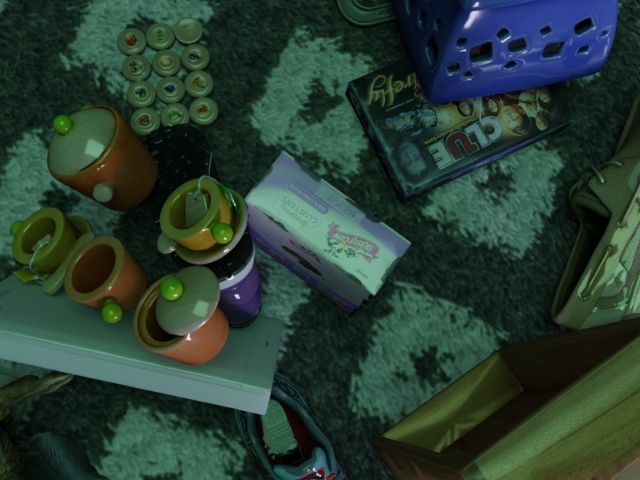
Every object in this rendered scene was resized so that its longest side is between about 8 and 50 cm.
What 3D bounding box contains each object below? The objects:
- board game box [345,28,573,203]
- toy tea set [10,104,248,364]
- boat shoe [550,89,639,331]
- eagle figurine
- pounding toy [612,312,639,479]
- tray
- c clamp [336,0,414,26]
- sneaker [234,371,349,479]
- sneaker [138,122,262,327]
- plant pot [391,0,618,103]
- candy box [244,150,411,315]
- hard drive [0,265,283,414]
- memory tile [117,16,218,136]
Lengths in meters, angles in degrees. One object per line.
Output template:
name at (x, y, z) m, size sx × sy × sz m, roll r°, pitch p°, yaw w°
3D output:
board game box at (0.177, -0.171, 1.001) m, size 0.243 × 0.042 × 0.165 m, roll -25°, pitch 82°, yaw -9°
toy tea set at (-0.196, -0.018, 0.758) m, size 0.336 × 0.124 × 0.200 m, roll 24°, pitch 75°, yaw 37°
boat shoe at (0.367, -0.048, 0.952) m, size 0.110 × 0.121 × 0.341 m, roll 17°, pitch 79°, yaw -2°
eagle figurine at (-0.327, 0.295, 0.816) m, size 0.226 × 0.225 × 0.299 m, roll -3°, pitch 113°, yaw 34°
pounding toy at (0.361, 0.210, 0.894) m, size 0.110 × 0.183 × 0.237 m, roll -2°, pitch 74°, yaw -31°
tray at (0.179, 0.172, 0.743) m, size 0.202 × 0.411 × 0.076 m, roll -33°, pitch 84°, yaw -10°
c clamp at (0.074, -0.353, 1.040) m, size 0.160 × 0.022 × 0.137 m, roll -10°, pitch 79°, yaw -6°
sneaker at (-0.020, 0.265, 0.853) m, size 0.104 × 0.125 × 0.262 m, roll -32°, pitch 83°, yaw -9°
sneaker at (-0.146, -0.015, 0.904) m, size 0.107 × 0.124 × 0.283 m, roll -22°, pitch 49°, yaw -7°
plant pot at (0.217, -0.324, 0.909) m, size 0.235 × 0.212 × 0.236 m, roll -12°, pitch 71°, yaw -5°
candy box at (0.000, 0.000, 0.873) m, size 0.164 × 0.196 × 0.070 m, roll 37°, pitch 78°, yaw 3°
hard drive at (-0.198, 0.098, 0.837) m, size 0.307 × 0.203 × 0.040 m, roll 13°, pitch 103°, yaw -2°
memory tile at (-0.193, -0.208, 0.993) m, size 0.113 × 0.012 × 0.148 m, roll -11°, pitch 79°, yaw -7°
